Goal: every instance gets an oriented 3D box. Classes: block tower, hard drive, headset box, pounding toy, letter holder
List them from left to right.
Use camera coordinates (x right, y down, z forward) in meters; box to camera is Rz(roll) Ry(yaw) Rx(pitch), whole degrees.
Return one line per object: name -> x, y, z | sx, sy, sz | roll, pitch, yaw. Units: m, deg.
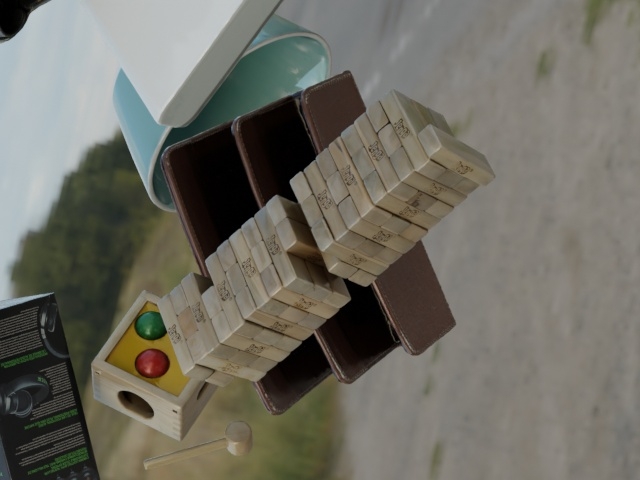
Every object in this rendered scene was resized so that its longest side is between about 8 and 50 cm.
headset box -> -0.407, 0.223, 2.193 | 0.246, 0.131, 0.283 | -10, 95, 45
hard drive -> -0.132, -0.268, 1.432 | 0.203, 0.040, 0.307 | -51, 56, 26
pounding toy -> -0.170, 0.184, 2.180 | 0.181, 0.206, 0.094 | -57, -16, -33
letter holder -> -0.014, 0.004, 1.887 | 0.214, 0.152, 0.302 | -31, -80, -60
block tower -> 0.000, 0.000, 1.670 | 0.335, 0.091, 0.097 | -40, 54, 22

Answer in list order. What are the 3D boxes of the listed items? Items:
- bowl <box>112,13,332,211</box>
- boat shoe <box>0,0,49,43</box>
bowl -> -0.153, -0.203, 2.386 | 0.311, 0.163, 0.311 | -37, -23, -19
boat shoe -> -0.319, -0.221, 1.698 | 0.233, 0.084, 0.079 | -29, 73, 35
